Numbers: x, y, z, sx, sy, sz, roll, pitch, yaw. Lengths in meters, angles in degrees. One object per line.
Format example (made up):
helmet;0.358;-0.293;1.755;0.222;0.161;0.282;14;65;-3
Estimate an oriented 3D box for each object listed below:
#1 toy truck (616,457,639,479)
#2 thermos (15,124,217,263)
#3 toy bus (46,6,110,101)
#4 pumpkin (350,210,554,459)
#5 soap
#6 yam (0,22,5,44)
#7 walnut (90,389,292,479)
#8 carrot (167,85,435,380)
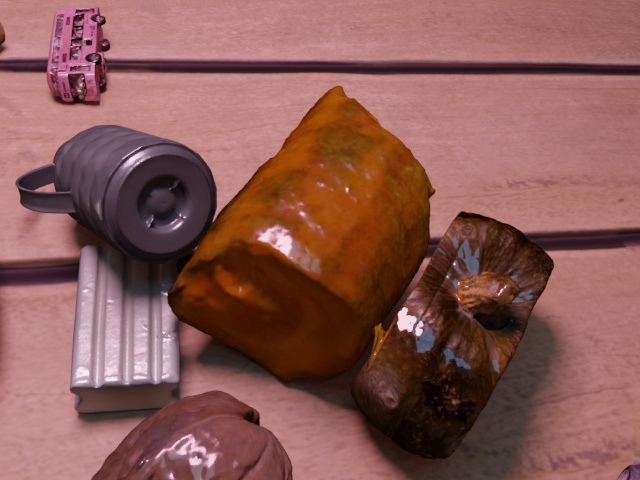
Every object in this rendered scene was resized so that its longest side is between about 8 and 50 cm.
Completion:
toy truck;0.351;0.360;0.679;0.177;0.177;0.363;29;49;14
thermos;-0.271;-0.068;0.889;0.182;0.144;0.287;-22;26;-34
toy bus;-0.396;-0.308;1.158;0.090;0.063;0.203;-5;50;-10
pumpkin;0.164;0.091;0.829;0.139;0.221;0.317;33;51;12
soap;-0.231;0.100;0.848;0.119;0.066;0.197;0;51;-13
yam;-0.602;-0.252;1.072;0.066;0.066;0.299;23;50;8
walnut;-0.135;0.256;0.681;0.230;0.178;0.178;-37;65;-20
carrot;0.000;0.000;0.866;0.242;0.241;0.340;28;54;12
